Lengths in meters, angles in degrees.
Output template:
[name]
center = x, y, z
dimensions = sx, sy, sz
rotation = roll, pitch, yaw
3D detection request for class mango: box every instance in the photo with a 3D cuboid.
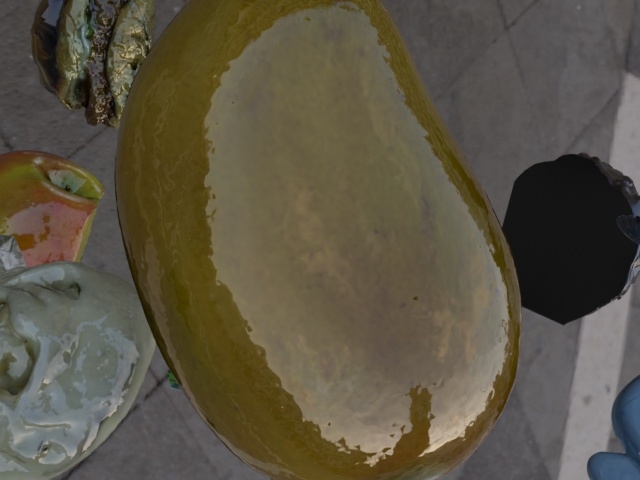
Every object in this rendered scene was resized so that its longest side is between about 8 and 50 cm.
[mango]
center = 0.000, 0.000, 0.476
dimensions = 0.211, 0.173, 0.317
rotation = -24, 108, -14

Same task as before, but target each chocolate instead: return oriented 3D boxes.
[chocolate]
center = 0.388, -0.005, 1.171
dimensions = 0.177, 0.206, 0.224
rotation = -2, 109, -42

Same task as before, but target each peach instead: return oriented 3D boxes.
[peach]
center = -0.603, 0.022, 1.597
dimensions = 0.306, 0.242, 0.381
rotation = 28, 113, -6

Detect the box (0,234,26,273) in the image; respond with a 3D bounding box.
[box]
center = -0.534, 0.023, 1.371
dimensions = 0.045, 0.098, 0.062
rotation = -55, 143, -48

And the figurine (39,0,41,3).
[figurine]
center = -0.463, -0.484, 1.587
dimensions = 0.125, 0.137, 0.125
rotation = 4, 90, -78

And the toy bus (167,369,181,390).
[toy bus]
center = -0.169, 0.192, 1.161
dimensions = 0.031, 0.083, 0.037
rotation = -47, 140, -55

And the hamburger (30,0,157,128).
[hamburger]
center = -0.244, -0.230, 0.925
dimensions = 0.129, 0.206, 0.183
rotation = 4, 128, -15

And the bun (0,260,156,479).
[bun]
center = -0.262, 0.101, 0.742
dimensions = 0.231, 0.231, 0.133
rotation = -52, 138, -25

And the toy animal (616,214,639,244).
[toy animal]
center = 0.235, -0.006, 0.534
dimensions = 0.050, 0.084, 0.028
rotation = 65, 28, -13

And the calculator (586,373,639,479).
[calculator]
center = 0.436, 0.203, 0.923
dimensions = 0.302, 0.188, 0.042
rotation = -28, 143, -6
